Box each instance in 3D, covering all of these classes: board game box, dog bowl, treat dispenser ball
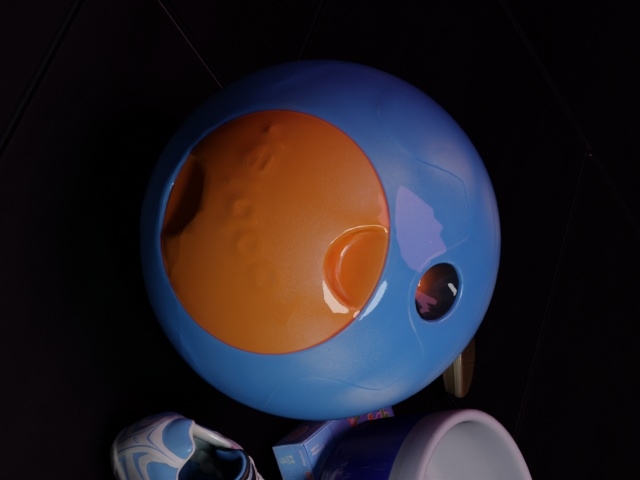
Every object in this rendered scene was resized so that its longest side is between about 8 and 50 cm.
[{"bbox_3d":[0.039,0.250,1.771,0.160,0.039,0.212,-34,110,-56],"label":"board game box"},{"bbox_3d":[0.098,0.283,1.715,0.265,0.104,0.265,20,66,-57],"label":"dog bowl"},{"bbox_3d":[0.000,0.000,1.553,0.288,0.288,0.288,24,61,-53],"label":"treat dispenser ball"}]

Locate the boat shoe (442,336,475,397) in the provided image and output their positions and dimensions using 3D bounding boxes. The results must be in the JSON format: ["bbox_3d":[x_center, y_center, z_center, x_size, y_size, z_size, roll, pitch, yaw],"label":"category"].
[{"bbox_3d":[0.123,0.083,1.960,0.056,0.048,0.153,-26,110,-69],"label":"boat shoe"}]

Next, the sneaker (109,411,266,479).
[{"bbox_3d":[-0.073,0.207,1.568,0.237,0.086,0.085,40,47,-47],"label":"sneaker"}]
